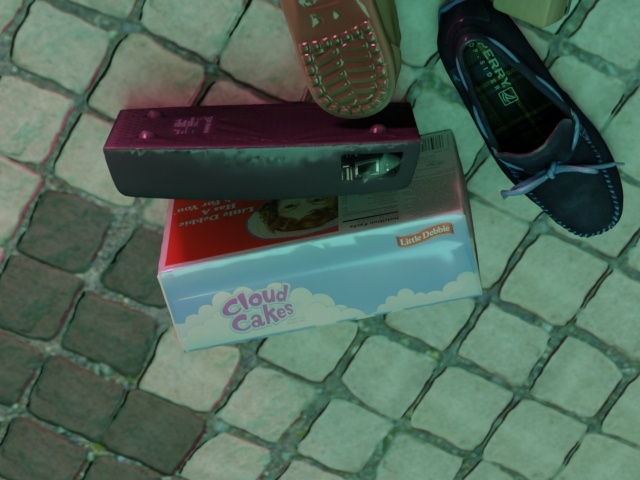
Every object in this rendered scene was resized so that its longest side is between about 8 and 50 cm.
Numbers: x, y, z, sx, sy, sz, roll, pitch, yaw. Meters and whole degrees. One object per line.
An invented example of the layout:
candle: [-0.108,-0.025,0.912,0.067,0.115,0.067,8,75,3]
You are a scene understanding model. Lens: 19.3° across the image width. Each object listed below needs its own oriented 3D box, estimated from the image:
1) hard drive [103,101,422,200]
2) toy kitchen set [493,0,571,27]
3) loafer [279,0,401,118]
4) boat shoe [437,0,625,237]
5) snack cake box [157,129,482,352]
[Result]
hard drive: [-0.047,-0.077,1.572,0.254,0.172,0.054,-2,106,-1]
toy kitchen set: [0.280,-0.229,1.551,0.207,0.166,0.122,28,124,26]
loafer: [0.004,-0.234,1.532,0.102,0.092,0.269,-8,105,14]
boat shoe: [0.173,-0.089,1.616,0.109,0.089,0.258,-36,115,19]
snack cake box: [0.000,0.000,1.633,0.264,0.152,0.089,-11,121,7]
